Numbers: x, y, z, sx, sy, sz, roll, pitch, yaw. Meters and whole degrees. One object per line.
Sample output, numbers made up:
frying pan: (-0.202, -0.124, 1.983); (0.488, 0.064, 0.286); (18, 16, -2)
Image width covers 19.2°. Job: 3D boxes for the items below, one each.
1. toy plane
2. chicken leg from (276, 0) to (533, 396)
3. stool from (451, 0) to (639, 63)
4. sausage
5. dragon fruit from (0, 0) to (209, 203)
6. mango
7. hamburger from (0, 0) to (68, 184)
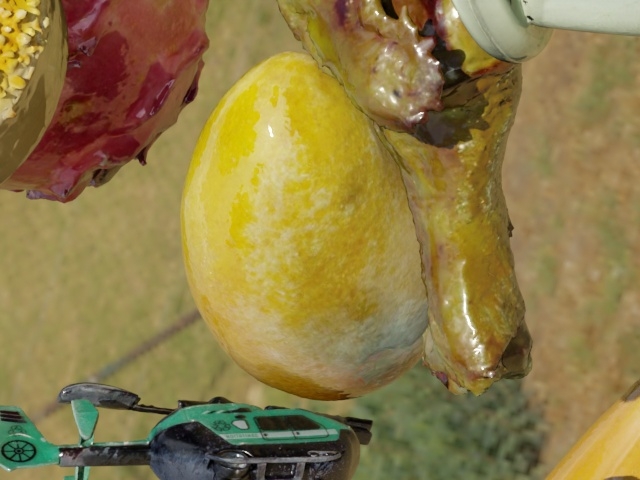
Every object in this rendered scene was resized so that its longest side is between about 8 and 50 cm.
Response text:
toy plane: (-0.113, 0.194, 1.729); (0.155, 0.382, 0.106); (-115, 29, -55)
chicken leg: (0.073, -0.080, 1.164); (0.211, 0.140, 0.361); (-13, -92, -76)
stool: (0.168, -0.206, 1.010); (0.199, 0.195, 0.195); (-9, 34, 19)
sausage: (0.258, 0.224, 1.636); (0.354, 0.134, 0.116); (-47, 32, -14)
dragon fruit: (-0.236, -0.184, 1.725); (0.386, 0.249, 0.371); (-44, 22, 6)
mango: (0.000, 0.000, 1.500); (0.384, 0.221, 0.199); (78, 170, -54)
hamburger: (-0.320, -0.146, 1.313); (0.170, 0.302, 0.302); (59, -147, -62)
